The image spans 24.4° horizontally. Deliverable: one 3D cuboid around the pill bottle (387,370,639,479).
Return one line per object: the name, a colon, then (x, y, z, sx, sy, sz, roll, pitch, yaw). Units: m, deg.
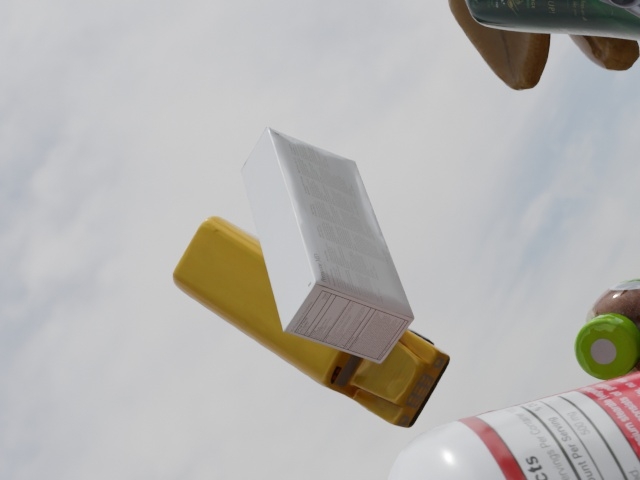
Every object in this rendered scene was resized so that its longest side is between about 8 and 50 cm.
pill bottle: (0.185, 0.207, 0.952, 0.408, 0.229, 0.229, -14, -33, -11)

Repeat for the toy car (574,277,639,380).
toy car: (0.323, 0.054, 1.195, 0.188, 0.149, 0.155, -49, -13, 24)

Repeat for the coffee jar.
coffee jar: (0.183, -0.162, 0.882, 0.079, 0.184, 0.096, -7, -71, -54)

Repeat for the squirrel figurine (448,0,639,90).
squirrel figurine: (0.289, -0.385, 1.715, 0.370, 0.397, 0.281, -17, -31, -54)

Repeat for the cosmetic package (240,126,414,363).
cosmetic package: (0.000, 0.000, 1.285, 0.060, 0.099, 0.239, -55, 29, 25)

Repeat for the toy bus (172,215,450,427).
toy bus: (-0.013, 0.094, 1.753, 0.108, 0.333, 0.130, -59, -34, 0)
